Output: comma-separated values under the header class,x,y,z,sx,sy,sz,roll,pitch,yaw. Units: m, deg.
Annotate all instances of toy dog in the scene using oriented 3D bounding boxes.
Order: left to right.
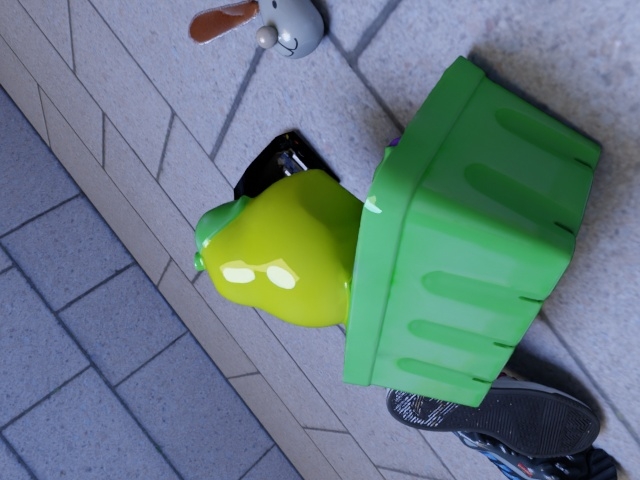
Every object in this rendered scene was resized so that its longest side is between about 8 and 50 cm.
class,x,y,z,sx,sy,sz,roll,pitch,yaw
toy dog,-0.150,-0.361,0.608,0.333,0.161,0.220,40,149,21

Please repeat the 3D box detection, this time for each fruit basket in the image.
class,x,y,z,sx,sy,sz,roll,pitch,yaw
fruit basket,0.063,0.002,0.574,0.392,0.283,0.392,22,142,19

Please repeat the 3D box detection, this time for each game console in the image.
class,x,y,z,sx,sy,sz,roll,pitch,yaw
game console,0.000,0.000,0.866,0.361,0.044,0.213,48,133,0

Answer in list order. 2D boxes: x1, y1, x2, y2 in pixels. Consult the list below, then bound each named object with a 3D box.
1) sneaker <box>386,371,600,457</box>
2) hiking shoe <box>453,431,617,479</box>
class,x,y,z,sx,sy,sz,roll,pitch,yaw
sneaker,0.236,0.209,0.737,0.295,0.178,0.124,14,112,-2
hiking shoe,0.291,0.327,0.788,0.304,0.113,0.132,31,144,33
